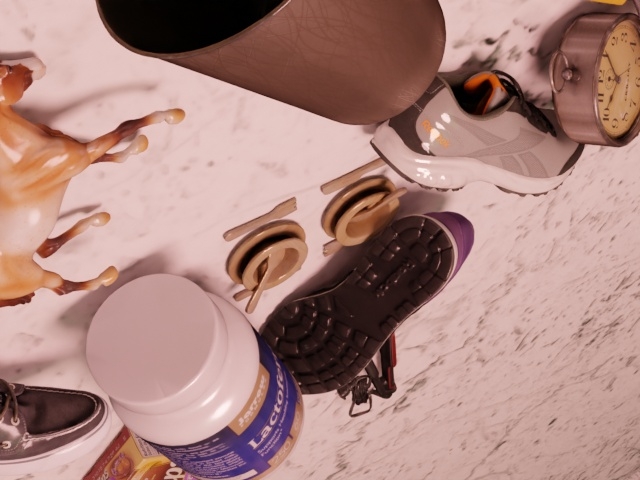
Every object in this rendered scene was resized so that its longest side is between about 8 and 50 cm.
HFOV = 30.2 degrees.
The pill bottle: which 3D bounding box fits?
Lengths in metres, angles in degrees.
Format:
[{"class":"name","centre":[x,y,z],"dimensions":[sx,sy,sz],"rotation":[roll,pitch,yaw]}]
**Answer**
[{"class":"pill bottle","centre":[-0.118,0.139,1.157],"dimensions":[0.153,0.153,0.265],"rotation":[-34,152,-2]}]

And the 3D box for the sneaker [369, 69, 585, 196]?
[{"class":"sneaker","centre":[0.175,-0.110,1.147],"dimensions":[0.271,0.100,0.108],"rotation":[-4,134,-43]}]

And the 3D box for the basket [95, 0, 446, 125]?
[{"class":"basket","centre":[-0.011,-0.171,0.812],"dimensions":[0.204,0.154,0.227],"rotation":[-40,154,11]}]

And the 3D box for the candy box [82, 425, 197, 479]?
[{"class":"candy box","centre":[-0.172,0.260,1.389],"dimensions":[0.186,0.053,0.109],"rotation":[4,134,-47]}]

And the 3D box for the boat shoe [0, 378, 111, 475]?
[{"class":"boat shoe","centre":[-0.300,0.157,1.052],"dimensions":[0.228,0.080,0.076],"rotation":[-3,135,-13]}]

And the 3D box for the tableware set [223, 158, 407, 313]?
[{"class":"tableware set","centre":[0.000,0.000,1.188],"dimensions":[0.194,0.039,0.128],"rotation":[-26,150,-14]}]

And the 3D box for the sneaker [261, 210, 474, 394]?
[{"class":"sneaker","centre":[0.058,0.071,1.295],"dimensions":[0.283,0.107,0.124],"rotation":[-38,172,27]}]

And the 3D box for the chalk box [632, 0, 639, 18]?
[{"class":"chalk box","centre":[0.406,-0.184,1.122],"dimensions":[0.132,0.213,0.132],"rotation":[-4,161,-45]}]

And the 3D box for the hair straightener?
[{"class":"hair straightener","centre":[0.052,0.167,1.501],"dimensions":[0.089,0.047,0.230],"rotation":[-28,155,-11]}]

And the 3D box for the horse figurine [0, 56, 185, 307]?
[{"class":"horse figurine","centre":[-0.213,-0.025,0.904],"dimensions":[0.174,0.066,0.263],"rotation":[-12,142,-45]}]

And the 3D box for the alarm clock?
[{"class":"alarm clock","centre":[0.263,-0.158,1.148],"dimensions":[0.192,0.064,0.129],"rotation":[-3,100,-54]}]

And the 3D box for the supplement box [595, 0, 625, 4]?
[{"class":"supplement box","centre":[0.184,-0.291,0.846],"dimensions":[0.191,0.129,0.194],"rotation":[-4,139,-43]}]
